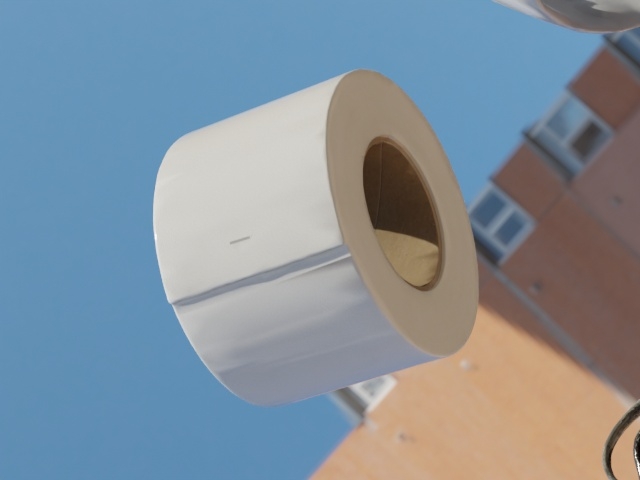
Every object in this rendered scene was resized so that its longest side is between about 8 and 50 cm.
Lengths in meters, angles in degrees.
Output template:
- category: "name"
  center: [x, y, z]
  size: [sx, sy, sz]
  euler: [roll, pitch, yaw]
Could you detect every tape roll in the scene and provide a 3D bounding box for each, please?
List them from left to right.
- category: "tape roll"
  center: [0.000, 0.000, 1.491]
  size: [0.246, 0.169, 0.246]
  euler: [38, -138, -46]

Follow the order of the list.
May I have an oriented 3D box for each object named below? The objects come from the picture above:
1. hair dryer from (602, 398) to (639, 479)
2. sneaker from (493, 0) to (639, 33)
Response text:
- category: "hair dryer"
  center: [0.172, 0.175, 0.904]
  size: [0.080, 0.293, 0.223]
  euler: [10, -91, -11]
- category: "sneaker"
  center: [0.099, -0.211, 0.309]
  size: [0.210, 0.365, 0.137]
  euler: [-14, -158, -9]
